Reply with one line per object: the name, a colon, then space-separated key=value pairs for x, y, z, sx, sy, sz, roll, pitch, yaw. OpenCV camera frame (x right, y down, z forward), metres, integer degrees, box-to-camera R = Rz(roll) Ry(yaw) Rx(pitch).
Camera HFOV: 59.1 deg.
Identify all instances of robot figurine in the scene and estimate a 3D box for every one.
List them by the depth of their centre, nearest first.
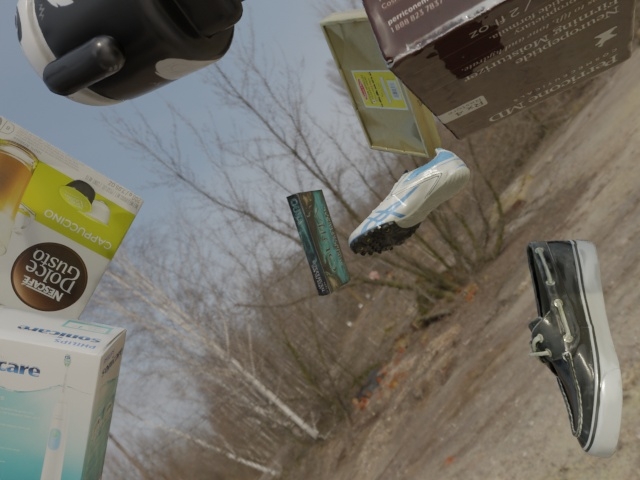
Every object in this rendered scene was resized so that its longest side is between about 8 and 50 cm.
robot figurine: x=-0.214 y=-0.260 z=0.640 sx=0.278 sy=0.173 sz=0.209 roll=-12 pitch=6 yaw=29

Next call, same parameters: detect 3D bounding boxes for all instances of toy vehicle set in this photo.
toy vehicle set: x=0.108 y=-0.271 z=0.991 sx=0.035 sy=0.166 sz=0.266 roll=-41 pitch=-55 yaw=-21

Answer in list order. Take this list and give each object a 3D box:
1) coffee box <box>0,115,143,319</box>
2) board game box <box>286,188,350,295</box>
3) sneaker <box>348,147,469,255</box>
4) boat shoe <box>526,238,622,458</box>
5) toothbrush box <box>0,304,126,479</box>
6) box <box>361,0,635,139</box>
coffee box: x=-0.645 y=0.009 z=1.211 sx=0.338 sy=0.338 sz=0.334 roll=-25 pitch=39 yaw=53
board game box: x=0.000 y=0.000 z=1.031 sx=0.026 sy=0.186 sz=0.126 roll=-18 pitch=2 yaw=21
sneaker: x=0.141 y=-0.062 z=0.953 sx=0.237 sy=0.086 sz=0.085 roll=-38 pitch=-37 yaw=0
boat shoe: x=0.239 y=0.098 z=0.553 sx=0.077 sy=0.070 sz=0.219 roll=80 pitch=-166 yaw=-56
toothbrush box: x=-0.439 y=0.267 z=0.854 sx=0.126 sy=0.217 sz=0.295 roll=-104 pitch=25 yaw=-79
box: x=0.133 y=-0.211 z=0.451 sx=0.169 sy=0.166 sz=0.203 roll=-25 pitch=-17 yaw=23
